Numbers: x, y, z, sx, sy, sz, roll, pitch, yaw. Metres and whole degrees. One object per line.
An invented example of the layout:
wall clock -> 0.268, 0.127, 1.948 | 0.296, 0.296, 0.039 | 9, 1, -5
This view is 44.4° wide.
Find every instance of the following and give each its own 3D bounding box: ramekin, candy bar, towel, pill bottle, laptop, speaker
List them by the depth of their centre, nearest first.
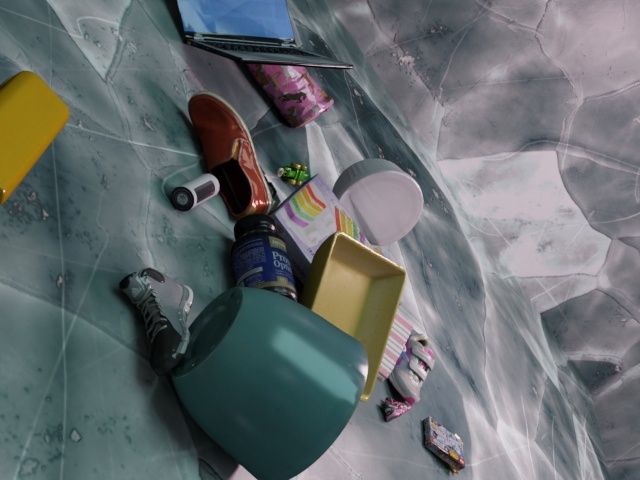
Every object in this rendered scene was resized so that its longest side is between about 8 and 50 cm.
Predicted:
speaker -> -0.265, -0.103, 1.665 | 0.055, 0.055, 0.136 | 57, 22, -5
pill bottle -> -0.125, 0.055, 1.671 | 0.123, 0.123, 0.219 | 34, 34, -47
towel -> 0.144, 0.244, 1.991 | 0.144, 0.029, 0.197 | 39, 52, -7
laptop -> -0.163, -0.622, 2.109 | 0.382, 0.236, 0.408 | -8, 26, -40
candy bar -> 0.380, 0.598, 2.195 | 0.040, 0.018, 0.161 | 57, 21, -6
ramekin -> 0.155, -0.119, 2.319 | 0.273, 0.273, 0.127 | 43, 15, -35

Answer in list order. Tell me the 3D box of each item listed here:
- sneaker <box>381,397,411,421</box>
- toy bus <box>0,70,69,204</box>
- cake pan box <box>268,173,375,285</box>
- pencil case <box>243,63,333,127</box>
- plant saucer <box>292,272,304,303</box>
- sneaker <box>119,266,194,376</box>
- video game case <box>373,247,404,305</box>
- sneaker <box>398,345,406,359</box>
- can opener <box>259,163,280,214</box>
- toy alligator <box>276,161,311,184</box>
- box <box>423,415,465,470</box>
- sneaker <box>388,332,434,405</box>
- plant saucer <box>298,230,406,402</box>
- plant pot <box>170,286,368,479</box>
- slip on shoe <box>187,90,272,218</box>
sneaker -> 0.189, 0.420, 1.990 | 0.057, 0.047, 0.119 | 54, 18, 18
toy bus -> -0.479, -0.154, 1.172 | 0.108, 0.130, 0.332 | 49, 24, -24
cake pan box -> 0.000, 0.000, 1.911 | 0.266, 0.070, 0.246 | 55, 40, -8
pencil case -> -0.124, -0.519, 2.360 | 0.386, 0.167, 0.160 | 54, -9, -13
plant saucer -> -0.063, 0.122, 1.835 | 0.198, 0.036, 0.198 | 47, 24, -29
sneaker -> -0.288, 0.122, 1.313 | 0.132, 0.086, 0.228 | 43, 17, -24
video game case -> 0.180, 0.078, 2.421 | 0.212, 0.023, 0.193 | 39, 29, -40
sneaker -> 0.142, 0.243, 2.054 | 0.211, 0.081, 0.080 | 46, 27, -25
can opener -> -0.193, -0.186, 1.933 | 0.283, 0.076, 0.095 | 60, -10, 3
toy alligator -> -0.088, -0.189, 2.161 | 0.051, 0.056, 0.190 | 22, 9, 25
box -> 0.333, 0.549, 2.119 | 0.137, 0.027, 0.094 | 40, 27, -19
sneaker -> 0.251, 0.335, 2.128 | 0.103, 0.111, 0.252 | 47, 25, -27
plant saucer -> 0.045, 0.174, 1.771 | 0.333, 0.081, 0.332 | 29, 76, -52
plant pot -> -0.106, 0.217, 1.318 | 0.235, 0.293, 0.293 | 41, 27, -20
slip on shoe -> -0.218, -0.197, 1.812 | 0.101, 0.123, 0.331 | -19, 84, -64
